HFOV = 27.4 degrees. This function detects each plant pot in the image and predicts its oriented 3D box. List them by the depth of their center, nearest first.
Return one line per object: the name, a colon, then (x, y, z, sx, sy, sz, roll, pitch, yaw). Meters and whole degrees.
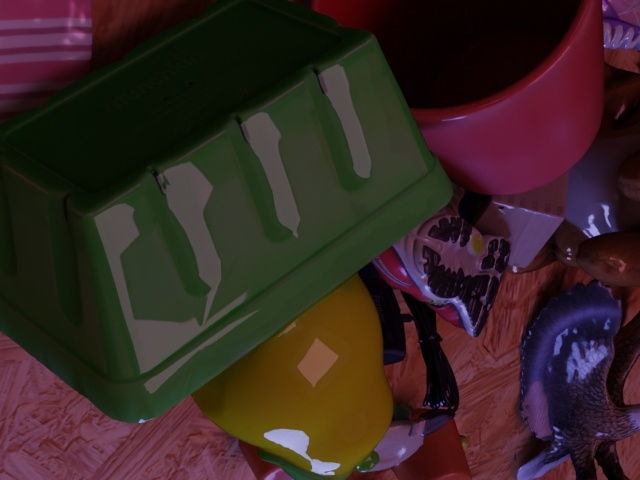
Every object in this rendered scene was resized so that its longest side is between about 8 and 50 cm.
plant pot: (0.157, -0.181, 1.267, 0.275, 0.275, 0.243, -56, 148, -8)

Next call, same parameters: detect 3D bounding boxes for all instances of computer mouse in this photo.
computer mouse: (0.055, 0.121, 1.357, 0.262, 0.060, 0.184, -1, 73, -59)

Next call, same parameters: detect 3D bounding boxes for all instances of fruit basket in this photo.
fruit basket: (-0.070, 0.026, 1.108, 0.392, 0.283, 0.392, -24, 128, -36)

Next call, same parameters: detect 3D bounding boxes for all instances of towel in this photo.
towel: (-0.238, -0.162, 1.029, 0.144, 0.029, 0.197, -15, 120, -41)

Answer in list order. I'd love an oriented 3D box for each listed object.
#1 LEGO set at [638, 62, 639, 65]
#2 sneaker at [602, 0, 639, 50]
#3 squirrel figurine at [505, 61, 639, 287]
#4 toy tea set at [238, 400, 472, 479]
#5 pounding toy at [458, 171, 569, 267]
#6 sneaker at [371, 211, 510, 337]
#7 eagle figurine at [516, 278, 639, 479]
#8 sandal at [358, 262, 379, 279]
LEGO set: (0.429, -0.247, 1.671, 0.054, 0.023, 0.083, -26, 127, -35)
sneaker: (0.353, -0.276, 1.533, 0.236, 0.095, 0.105, -4, 106, -44)
squirrel figurine: (0.472, -0.029, 1.565, 0.397, 0.370, 0.281, 4, 108, -48)
toy tea set: (0.038, 0.232, 1.487, 0.200, 0.124, 0.336, -32, 142, 10)
pounding toy: (0.202, -0.066, 1.472, 0.206, 0.094, 0.181, 114, -12, -61)
sneaker: (0.115, 0.019, 1.361, 0.107, 0.118, 0.279, -67, 152, -10)
eagle figurine: (0.378, 0.210, 1.775, 0.226, 0.225, 0.298, 102, -16, -82)
sandal: (0.000, 0.001, 1.351, 0.254, 0.054, 0.097, 17, 105, -58)
